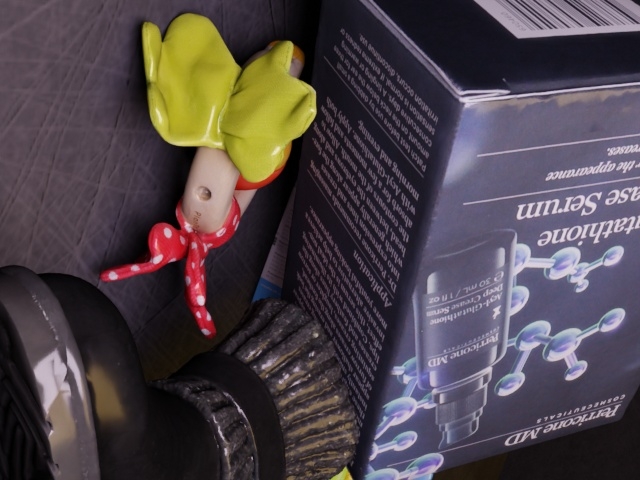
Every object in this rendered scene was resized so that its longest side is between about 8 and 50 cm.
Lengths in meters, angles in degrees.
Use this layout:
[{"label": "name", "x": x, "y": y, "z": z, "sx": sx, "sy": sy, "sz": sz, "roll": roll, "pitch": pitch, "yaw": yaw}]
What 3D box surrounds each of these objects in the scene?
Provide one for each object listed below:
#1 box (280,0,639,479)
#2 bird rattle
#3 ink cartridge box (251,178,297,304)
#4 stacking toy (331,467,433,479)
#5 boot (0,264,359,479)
[{"label": "box", "x": 0.148, "y": -0.014, "z": 0.713, "sx": 0.293, "sy": 0.212, "sz": 0.395, "roll": -10, "pitch": 133, "yaw": -21}, {"label": "bird rattle", "x": -0.068, "y": -0.058, "z": 0.683, "sx": 0.207, "sy": 0.143, "sz": 0.253, "roll": -57, "pitch": 163, "yaw": -53}, {"label": "ink cartridge box", "x": 0.000, "y": 0.000, "z": 0.931, "sx": 0.104, "sy": 0.060, "sz": 0.180, "roll": -3, "pitch": 116, "yaw": -62}, {"label": "stacking toy", "x": -0.015, "y": 0.260, "z": 1.012, "sx": 0.175, "sy": 0.166, "sz": 0.302, "roll": -31, "pitch": 161, "yaw": 30}, {"label": "boot", "x": -0.089, "y": 0.107, "z": 0.572, "sx": 0.260, "sy": 0.131, "sz": 0.348, "roll": -32, "pitch": 144, "yaw": -33}]
